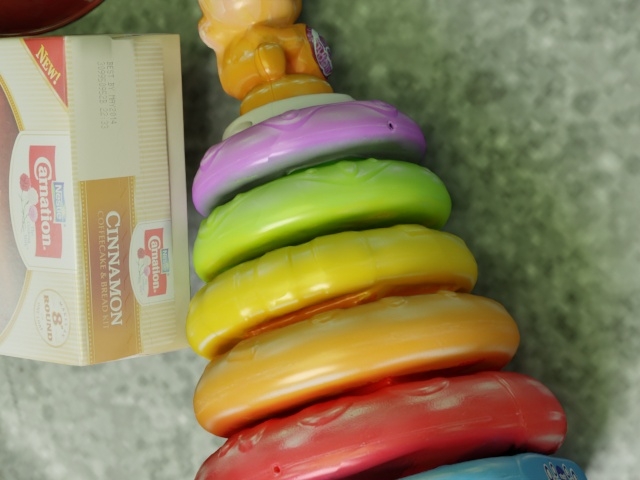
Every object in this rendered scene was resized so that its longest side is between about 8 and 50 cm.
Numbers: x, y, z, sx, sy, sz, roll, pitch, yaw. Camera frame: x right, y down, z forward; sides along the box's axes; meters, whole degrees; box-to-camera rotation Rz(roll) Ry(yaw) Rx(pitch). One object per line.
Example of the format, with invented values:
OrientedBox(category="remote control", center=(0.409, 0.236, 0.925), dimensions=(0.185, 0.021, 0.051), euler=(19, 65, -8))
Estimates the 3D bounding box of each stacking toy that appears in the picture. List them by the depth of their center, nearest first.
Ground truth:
OrientedBox(category="stacking toy", center=(0.000, 0.000, 0.798), dimensions=(0.165, 0.175, 0.302), euler=(-19, 75, 17))

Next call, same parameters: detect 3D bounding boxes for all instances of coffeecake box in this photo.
OrientedBox(category="coffeecake box", center=(-0.147, -0.023, 0.851), dimensions=(0.185, 0.068, 0.142), euler=(3, 98, 44))

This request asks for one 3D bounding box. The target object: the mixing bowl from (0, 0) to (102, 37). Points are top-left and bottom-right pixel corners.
OrientedBox(category="mixing bowl", center=(-0.173, -0.187, 0.859), dimensions=(0.181, 0.098, 0.181), euler=(3, 97, 22))
